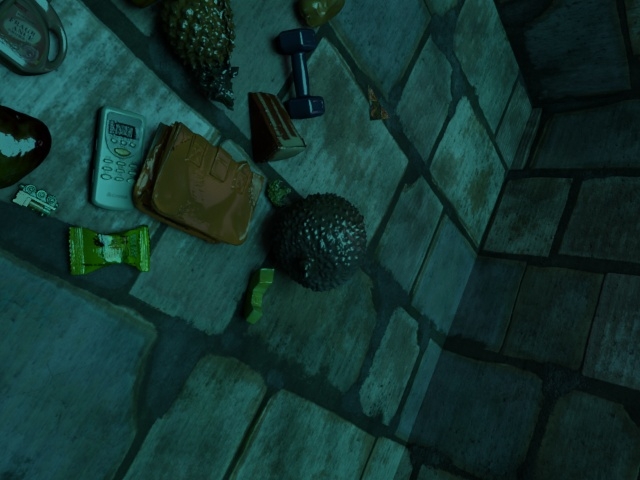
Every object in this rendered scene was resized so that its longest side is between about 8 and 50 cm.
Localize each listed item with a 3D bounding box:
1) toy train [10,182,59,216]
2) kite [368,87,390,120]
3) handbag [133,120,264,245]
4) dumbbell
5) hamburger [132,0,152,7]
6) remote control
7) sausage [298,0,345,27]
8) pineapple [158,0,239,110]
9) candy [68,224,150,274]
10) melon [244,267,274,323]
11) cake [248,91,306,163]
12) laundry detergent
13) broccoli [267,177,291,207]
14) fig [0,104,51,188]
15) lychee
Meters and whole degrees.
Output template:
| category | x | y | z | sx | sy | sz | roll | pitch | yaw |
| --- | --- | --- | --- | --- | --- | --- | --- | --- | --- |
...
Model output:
| category | x | y | z | sx | sy | sz | roll | pitch | yaw |
| --- | --- | --- | --- | --- | --- | --- | --- | --- | --- |
| toy train | -0.751 | -0.106 | 1.209 | 0.103 | 0.044 | 0.064 | 36 | 73 | -40 |
| kite | 0.261 | -0.619 | 2.191 | 0.222 | 0.008 | 0.125 | 42 | 69 | -40 |
| handbag | -0.383 | -0.169 | 1.494 | 0.410 | 0.116 | 0.303 | 31 | 70 | -52 |
| dumbbell | -0.076 | -0.632 | 1.748 | 0.144 | 0.160 | 0.324 | -50 | 135 | -70 |
| hamburger | -0.465 | -0.780 | 1.276 | 0.246 | 0.246 | 0.170 | -53 | 127 | -27 |
| remote control | -0.596 | -0.235 | 1.339 | 0.140 | 0.056 | 0.296 | 7 | 90 | -44 |
| sausage | 0.004 | -0.936 | 1.802 | 0.241 | 0.120 | 0.136 | -46 | 114 | -30 |
| pineapple | -0.352 | -0.592 | 1.447 | 0.223 | 0.223 | 0.357 | -42 | 133 | -33 |
| candy | -0.612 | 0.029 | 1.351 | 0.247 | 0.069 | 0.148 | -3 | 95 | -46 |
| melon | -0.239 | 0.207 | 1.724 | 0.064 | 0.118 | 0.209 | 20 | 69 | -32 |
| cake | -0.192 | -0.412 | 1.730 | 0.158 | 0.160 | 0.261 | -13 | 70 | -43 |
| laundry detergent | -0.722 | -0.533 | 1.158 | 0.171 | 0.076 | 0.236 | 42 | 64 | -41 |
| broccoli | -0.160 | -0.180 | 1.766 | 0.095 | 0.092 | 0.096 | 40 | 49 | -55 |
| fig | -0.785 | -0.191 | 1.109 | 0.170 | 0.146 | 0.274 | 29 | 89 | -42 |
| lychee | 0.000 | 0.000 | 1.769 | 0.432 | 0.381 | 0.380 | -64 | 139 | -55 |
